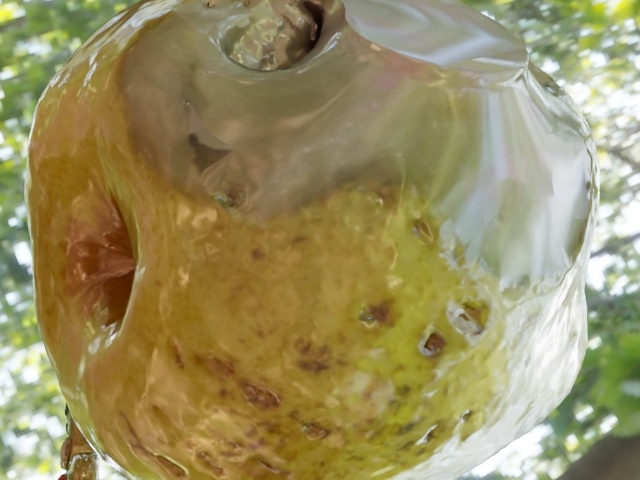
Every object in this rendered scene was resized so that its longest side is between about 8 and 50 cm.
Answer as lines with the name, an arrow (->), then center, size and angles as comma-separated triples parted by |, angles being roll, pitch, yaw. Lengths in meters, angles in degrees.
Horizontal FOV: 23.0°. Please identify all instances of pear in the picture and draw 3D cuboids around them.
pear -> 0.000, 0.000, 0.713 | 0.271, 0.271, 0.271 | 24, -55, 40

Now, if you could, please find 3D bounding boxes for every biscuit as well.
biscuit -> -0.168, 0.203, 1.086 | 0.158, 0.035, 0.240 | 107, -19, -59
